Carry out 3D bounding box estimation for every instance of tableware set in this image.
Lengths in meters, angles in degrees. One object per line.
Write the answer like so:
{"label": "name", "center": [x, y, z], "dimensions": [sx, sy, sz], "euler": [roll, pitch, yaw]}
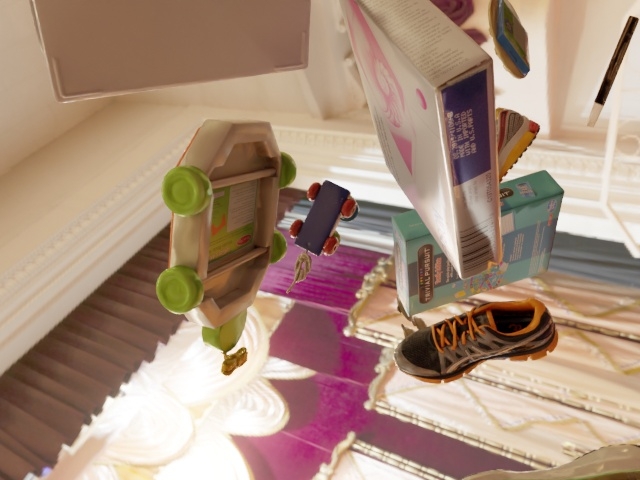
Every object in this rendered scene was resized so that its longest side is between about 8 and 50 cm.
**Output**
{"label": "tableware set", "center": [0.233, 0.219, 1.420], "dimensions": [0.169, 0.020, 0.141], "euler": [40, -154, -35]}

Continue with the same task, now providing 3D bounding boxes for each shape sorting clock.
{"label": "shape sorting clock", "center": [0.450, -0.485, 1.410], "dimensions": [0.206, 0.040, 0.206], "euler": [22, -120, -44]}

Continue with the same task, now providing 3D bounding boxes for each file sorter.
{"label": "file sorter", "center": [-0.170, -0.286, 0.630], "dimensions": [0.278, 0.173, 0.192], "euler": [-16, -51, -26]}

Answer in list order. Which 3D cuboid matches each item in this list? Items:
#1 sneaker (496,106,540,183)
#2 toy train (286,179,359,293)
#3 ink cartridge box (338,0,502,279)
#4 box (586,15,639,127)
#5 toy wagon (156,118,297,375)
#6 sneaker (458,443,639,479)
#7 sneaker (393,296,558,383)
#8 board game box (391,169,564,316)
{"label": "sneaker", "center": [0.270, -0.126, 1.011], "dimensions": [0.225, 0.093, 0.088], "euler": [-53, -7, 4]}
{"label": "toy train", "center": [0.000, 0.000, 1.278], "dimensions": [0.248, 0.105, 0.143], "euler": [-64, -18, 4]}
{"label": "ink cartridge box", "center": [0.105, -0.162, 0.721], "dimensions": [0.071, 0.330, 0.324], "euler": [-28, -39, -1]}
{"label": "box", "center": [0.558, -0.316, 1.138], "dimensions": [0.164, 0.021, 0.201], "euler": [-70, -19, 6]}
{"label": "toy wagon", "center": [-0.124, 0.013, 0.789], "dimensions": [0.267, 0.068, 0.344], "euler": [-29, -50, -66]}
{"label": "sneaker", "center": [0.305, 0.401, 0.768], "dimensions": [0.182, 0.410, 0.158], "euler": [-96, -15, -73]}
{"label": "sneaker", "center": [0.198, 0.122, 0.768], "dimensions": [0.083, 0.215, 0.084], "euler": [67, -171, -47]}
{"label": "board game box", "center": [0.327, 0.011, 1.253], "dimensions": [0.253, 0.336, 0.079], "euler": [79, 173, -46]}
